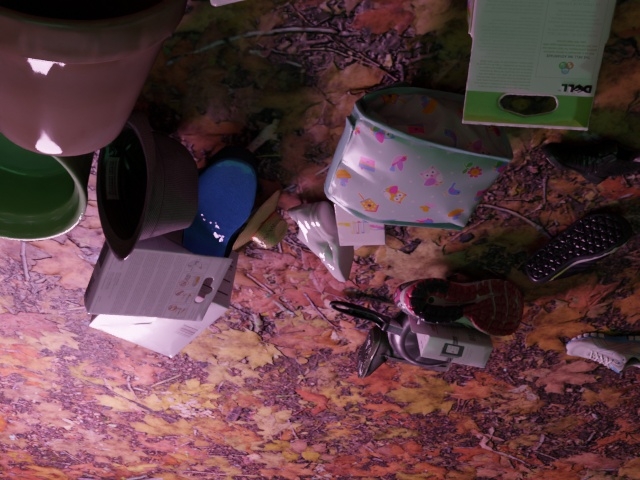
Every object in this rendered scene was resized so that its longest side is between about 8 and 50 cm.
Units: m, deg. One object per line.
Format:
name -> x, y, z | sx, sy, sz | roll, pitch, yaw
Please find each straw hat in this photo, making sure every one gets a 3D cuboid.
straw hat -> -0.097, -0.020, 1.611 | 0.061, 0.144, 0.144 | 38, 140, 5

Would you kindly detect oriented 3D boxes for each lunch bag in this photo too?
lunch bag -> 0.149, -0.138, 1.427 | 0.262, 0.160, 0.223 | 7, 144, -13

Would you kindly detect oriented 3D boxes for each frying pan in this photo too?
frying pan -> 0.203, 0.180, 1.909 | 0.326, 0.053, 0.197 | 35, 118, -23

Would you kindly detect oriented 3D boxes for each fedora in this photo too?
fedora -> -0.288, -0.093, 1.473 | 0.124, 0.275, 0.244 | 4, 120, -34

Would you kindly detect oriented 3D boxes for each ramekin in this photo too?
ramekin -> -0.543, -0.148, 1.496 | 0.303, 0.148, 0.303 | 3, 142, 2

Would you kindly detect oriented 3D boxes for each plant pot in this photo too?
plant pot -> -0.349, -0.275, 1.147 | 0.323, 0.323, 0.280 | 12, 137, -9

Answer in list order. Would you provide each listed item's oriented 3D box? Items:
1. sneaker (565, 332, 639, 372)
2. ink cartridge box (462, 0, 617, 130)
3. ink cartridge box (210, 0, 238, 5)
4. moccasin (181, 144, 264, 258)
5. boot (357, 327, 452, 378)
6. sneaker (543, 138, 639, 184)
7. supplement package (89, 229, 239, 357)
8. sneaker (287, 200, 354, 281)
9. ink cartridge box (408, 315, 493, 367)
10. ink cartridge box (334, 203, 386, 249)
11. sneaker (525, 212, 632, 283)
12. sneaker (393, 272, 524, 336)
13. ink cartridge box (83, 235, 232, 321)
sneaker -> 0.656, 0.260, 1.954 | 0.190, 0.083, 0.071 | -1, 144, 9
ink cartridge box -> 0.295, -0.292, 1.192 | 0.188, 0.097, 0.255 | 3, 123, 3
ink cartridge box -> -0.133, -0.407, 1.142 | 0.063, 0.109, 0.150 | -7, 142, 8
moccasin -> -0.197, -0.069, 1.595 | 0.137, 0.117, 0.342 | 23, 139, -10
boot -> 0.203, 0.281, 2.049 | 0.208, 0.076, 0.190 | 7, 142, -13
sneaker -> 0.470, -0.147, 1.469 | 0.170, 0.051, 0.089 | 20, 140, -27
supplement package -> -0.329, 0.103, 1.804 | 0.204, 0.145, 0.262 | 26, 138, -24
sneaker -> 0.000, 0.000, 1.705 | 0.094, 0.080, 0.212 | 0, 137, 26
ink cartridge box -> 0.266, 0.204, 1.833 | 0.180, 0.104, 0.060 | 11, 119, -8
ink cartridge box -> 0.076, -0.057, 1.593 | 0.089, 0.092, 0.143 | -1, 144, 7
sneaker -> 0.506, 0.015, 1.673 | 0.097, 0.084, 0.234 | 7, 152, -45
sneaker -> 0.298, 0.127, 1.811 | 0.299, 0.121, 0.112 | 13, 177, -22
ink cartridge box -> -0.310, 0.070, 1.626 | 0.232, 0.066, 0.189 | 4, 133, -32
